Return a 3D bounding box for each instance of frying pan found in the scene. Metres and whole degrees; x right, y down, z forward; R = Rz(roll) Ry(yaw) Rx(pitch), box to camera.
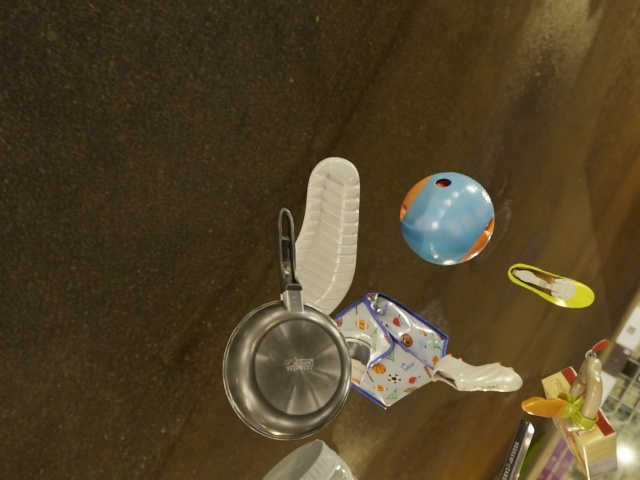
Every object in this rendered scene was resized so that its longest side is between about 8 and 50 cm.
[{"bbox_3d":[-0.019,0.124,0.792,0.053,0.197,0.326,-32,-145,63],"label":"frying pan"}]

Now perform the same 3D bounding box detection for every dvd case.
[{"bbox_3d":[0.513,0.603,1.438,0.239,0.029,0.179,-64,149,-14],"label":"dvd case"}]

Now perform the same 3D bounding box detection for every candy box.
[{"bbox_3d":[0.669,0.478,1.386,0.087,0.183,0.316,-28,136,8],"label":"candy box"}]

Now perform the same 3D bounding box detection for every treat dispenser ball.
[{"bbox_3d":[0.392,-0.068,1.681,0.288,0.288,0.288,-36,142,-34],"label":"treat dispenser ball"}]

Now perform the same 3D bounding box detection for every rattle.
[{"bbox_3d":[0.508,0.281,1.117,0.200,0.142,0.130,-69,153,-21],"label":"rattle"}]

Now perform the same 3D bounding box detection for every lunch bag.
[{"bbox_3d":[0.206,0.386,1.933,0.328,0.385,0.239,-42,-163,34],"label":"lunch bag"}]

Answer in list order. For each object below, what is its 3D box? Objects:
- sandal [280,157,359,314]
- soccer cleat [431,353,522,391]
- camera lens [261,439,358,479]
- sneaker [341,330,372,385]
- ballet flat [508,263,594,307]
[{"bbox_3d":[0.015,0.005,1.341,0.102,0.169,0.416,-87,-167,-82],"label":"sandal"},{"bbox_3d":[0.334,0.299,1.165,0.076,0.196,0.068,-41,120,-37],"label":"soccer cleat"},{"bbox_3d":[0.009,0.608,1.164,0.219,0.274,0.219,-36,-179,1],"label":"camera lens"},{"bbox_3d":[-0.027,0.301,1.337,0.126,0.321,0.127,42,49,-39],"label":"sneaker"},{"bbox_3d":[0.620,0.121,1.473,0.077,0.231,0.077,23,90,-56],"label":"ballet flat"}]
